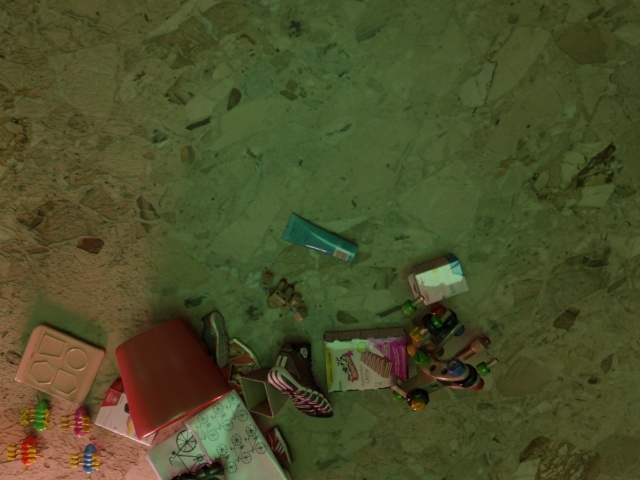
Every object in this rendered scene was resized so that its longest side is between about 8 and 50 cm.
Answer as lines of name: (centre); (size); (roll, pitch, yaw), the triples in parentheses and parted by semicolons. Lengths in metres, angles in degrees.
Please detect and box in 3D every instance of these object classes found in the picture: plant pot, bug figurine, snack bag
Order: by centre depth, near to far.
plant pot: (-0.411, 0.360, 1.541); (0.275, 0.275, 0.243); (-30, 80, 6)
plant pot: (-0.148, 0.419, 1.622); (0.109, 0.096, 0.109); (-2, 106, 43)
snack bag: (-0.301, 0.647, 1.630); (0.342, 0.037, 0.323); (-33, 80, 1)
bug figurine: (-0.766, 0.585, 1.687); (0.279, 0.072, 0.216); (6, 95, 4)

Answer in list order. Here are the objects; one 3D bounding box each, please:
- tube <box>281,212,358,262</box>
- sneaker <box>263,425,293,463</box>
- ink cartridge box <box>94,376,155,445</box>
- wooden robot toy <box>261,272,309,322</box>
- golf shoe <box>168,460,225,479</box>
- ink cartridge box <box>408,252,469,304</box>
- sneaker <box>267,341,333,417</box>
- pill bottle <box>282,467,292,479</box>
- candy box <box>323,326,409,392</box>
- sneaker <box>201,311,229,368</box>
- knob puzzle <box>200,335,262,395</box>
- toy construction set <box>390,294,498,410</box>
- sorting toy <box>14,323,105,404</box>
tube: (0.000, 0.000, 1.574); (0.207, 0.052, 0.080); (23, 96, 1)
sneaker: (-0.131, 0.615, 1.700); (0.067, 0.042, 0.118); (-24, 92, 1)
ink cartridge box: (-0.541, 0.496, 1.665); (0.175, 0.072, 0.127); (24, 100, -4)
wooden robot toy: (-0.113, 0.165, 1.610); (0.173, 0.076, 0.079); (41, 134, -7)
golf shoe: (-0.356, 0.684, 1.579); (0.198, 0.077, 0.094); (-21, 82, 7)
ink cartridge box: (0.316, 0.107, 1.568); (0.143, 0.090, 0.092); (-19, 100, 5)
sneaker: (-0.033, 0.382, 1.626); (0.106, 0.162, 0.281); (-9, 137, 29)
pill bottle: (-0.196, 0.764, 1.685); (0.229, 0.131, 0.131); (-18, 101, 4)
candy box: (0.129, 0.338, 1.626); (0.233, 0.071, 0.159); (-5, 102, 2)
sneaker: (-0.303, 0.284, 1.624); (0.065, 0.061, 0.158); (-15, 77, 23)
knob puzzle: (-0.262, 0.375, 1.660); (0.213, 0.030, 0.213); (0, 101, 0)
toy construction set: (0.307, 0.330, 1.538); (0.237, 0.309, 0.257); (-42, 54, 24)
sorting toy: (-0.752, 0.358, 1.662); (0.208, 0.038, 0.193); (24, 101, -9)
